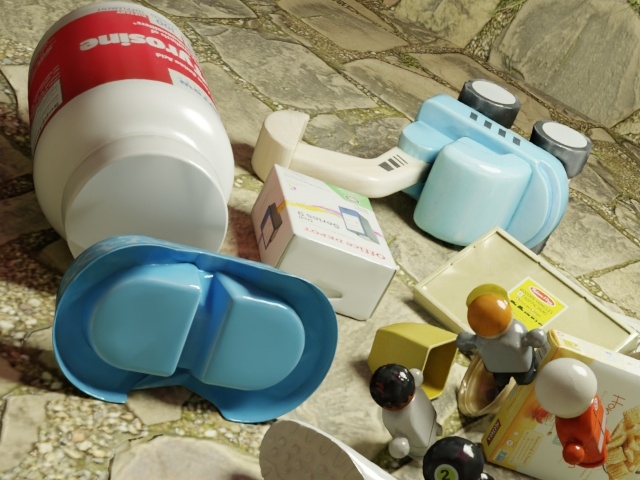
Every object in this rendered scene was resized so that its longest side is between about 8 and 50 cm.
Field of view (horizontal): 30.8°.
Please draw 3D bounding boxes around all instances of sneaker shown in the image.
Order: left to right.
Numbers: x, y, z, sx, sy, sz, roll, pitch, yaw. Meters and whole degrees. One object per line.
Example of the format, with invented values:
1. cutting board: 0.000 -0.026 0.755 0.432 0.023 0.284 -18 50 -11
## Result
1. sneaker: 0.044 0.251 1.095 0.235 0.090 0.095 37 12 15

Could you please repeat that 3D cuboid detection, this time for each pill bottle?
1. pill bottle: -0.230 -0.117 1.390 0.229 0.229 0.407 16 25 -24

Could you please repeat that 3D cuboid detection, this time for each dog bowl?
1. dog bowl: -0.128 0.083 1.164 0.297 0.165 0.074 14 15 -28

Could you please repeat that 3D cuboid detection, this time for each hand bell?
1. hand bell: 0.302 0.221 1.426 0.242 0.126 0.126 34 21 -13

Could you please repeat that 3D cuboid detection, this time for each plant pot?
1. plant pot: 0.106 0.139 1.393 0.083 0.081 0.081 27 20 30

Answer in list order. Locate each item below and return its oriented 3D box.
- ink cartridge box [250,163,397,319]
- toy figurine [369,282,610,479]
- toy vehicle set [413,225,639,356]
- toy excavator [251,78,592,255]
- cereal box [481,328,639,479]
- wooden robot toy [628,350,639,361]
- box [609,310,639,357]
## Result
1. ink cartridge box: 0.000 0.000 1.561 0.154 0.093 0.212 19 25 -18
2. toy figurine: 0.168 0.172 1.185 0.209 0.213 0.148 52 -5 47
3. toy vehicle set: 0.275 0.104 1.579 0.166 0.035 0.267 -34 54 -21
4. toy excavator: 0.168 -0.115 1.880 0.433 0.222 0.445 33 32 19
5. cereal box: 0.332 0.216 1.344 0.240 0.173 0.047 20 23 -13
6. wooden robot toy: 0.462 0.198 1.448 0.173 0.076 0.079 21 59 -7
7. box: 0.438 0.208 1.576 0.113 0.094 0.275 16 24 -23
